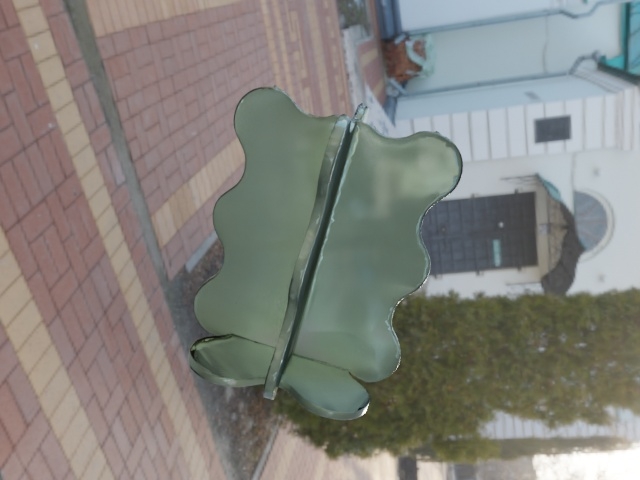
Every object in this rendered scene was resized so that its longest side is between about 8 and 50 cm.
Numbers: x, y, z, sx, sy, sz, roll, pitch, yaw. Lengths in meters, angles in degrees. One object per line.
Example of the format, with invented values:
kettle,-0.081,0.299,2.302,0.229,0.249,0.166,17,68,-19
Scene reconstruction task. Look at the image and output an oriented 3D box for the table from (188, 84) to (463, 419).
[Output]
table,0.000,0.000,0.468,0.166,0.167,0.198,-59,164,-72
